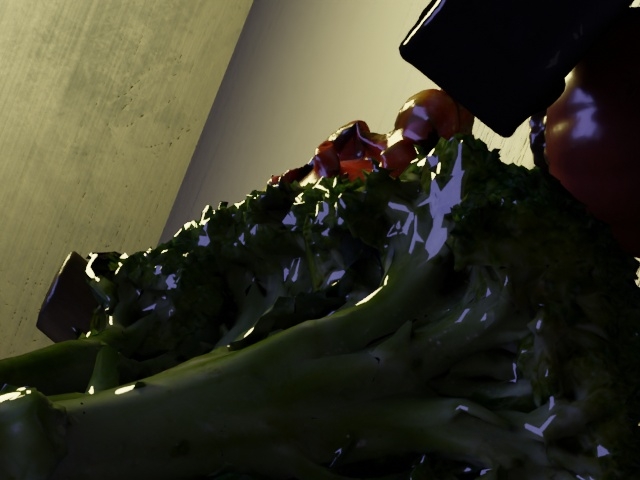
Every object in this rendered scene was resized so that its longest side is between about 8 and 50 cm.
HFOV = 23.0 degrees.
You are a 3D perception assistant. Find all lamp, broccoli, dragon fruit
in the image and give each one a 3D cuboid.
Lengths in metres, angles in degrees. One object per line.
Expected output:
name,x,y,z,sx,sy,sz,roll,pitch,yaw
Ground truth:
lamp,0.129,-0.042,0.622,0.101,0.090,0.101,9,-101,-62
broccoli,-0.019,0.110,0.568,0.304,0.283,0.321,-29,57,45
dragon fruit,0.035,-0.007,0.939,0.207,0.150,0.133,-59,42,17

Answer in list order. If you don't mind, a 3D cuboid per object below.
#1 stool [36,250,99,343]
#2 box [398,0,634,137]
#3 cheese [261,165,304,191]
stool,-0.144,0.207,1.064,0.310,0.226,0.310,-62,5,32
box,0.143,-0.178,0.607,0.211,0.058,0.350,-48,4,30
cheese,0.000,0.000,1.170,0.123,0.094,0.167,-61,13,-12
